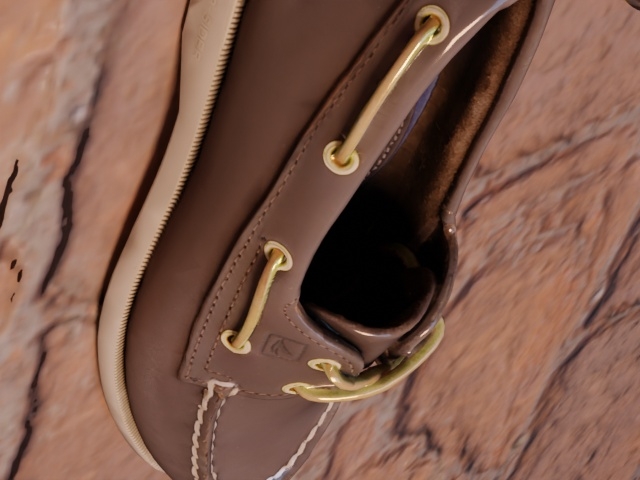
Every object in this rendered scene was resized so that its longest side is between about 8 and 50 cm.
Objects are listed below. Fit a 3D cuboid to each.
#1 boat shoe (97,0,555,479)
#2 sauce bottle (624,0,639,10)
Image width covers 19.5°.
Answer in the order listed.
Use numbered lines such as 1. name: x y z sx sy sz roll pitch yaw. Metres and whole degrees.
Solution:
1. boat shoe: 0.000 0.000 0.679 0.116 0.097 0.324 -25 147 -38
2. sauce bottle: 0.117 -0.106 0.670 0.042 0.128 0.042 -34 152 -21
